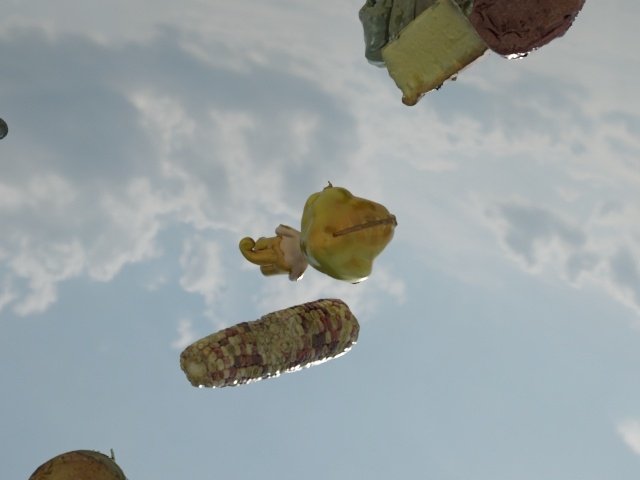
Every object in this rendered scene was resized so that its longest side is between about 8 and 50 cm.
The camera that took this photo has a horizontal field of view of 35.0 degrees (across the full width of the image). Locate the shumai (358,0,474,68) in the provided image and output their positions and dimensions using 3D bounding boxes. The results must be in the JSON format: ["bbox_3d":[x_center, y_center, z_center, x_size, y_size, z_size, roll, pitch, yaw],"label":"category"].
[{"bbox_3d":[0.153,-0.444,1.518,0.263,0.304,0.309,51,-128,-16],"label":"shumai"}]

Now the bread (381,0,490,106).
[{"bbox_3d":[0.113,-0.201,1.078,0.084,0.109,0.080,57,-168,1],"label":"bread"}]

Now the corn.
[{"bbox_3d":[-0.071,0.153,1.506,0.290,0.098,0.098,-11,-146,-35],"label":"corn"}]

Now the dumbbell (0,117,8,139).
[{"bbox_3d":[-0.328,-0.103,0.801,0.082,0.081,0.254,24,-173,16],"label":"dumbbell"}]

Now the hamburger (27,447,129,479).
[{"bbox_3d":[-0.354,0.400,1.524,0.177,0.113,0.185,19,-117,14],"label":"hamburger"}]

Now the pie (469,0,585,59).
[{"bbox_3d":[0.261,-0.298,1.288,0.153,0.153,0.038,35,177,38],"label":"pie"}]

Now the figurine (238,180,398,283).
[{"bbox_3d":[0.000,0.000,1.495,0.246,0.156,0.131,-21,178,38],"label":"figurine"}]
